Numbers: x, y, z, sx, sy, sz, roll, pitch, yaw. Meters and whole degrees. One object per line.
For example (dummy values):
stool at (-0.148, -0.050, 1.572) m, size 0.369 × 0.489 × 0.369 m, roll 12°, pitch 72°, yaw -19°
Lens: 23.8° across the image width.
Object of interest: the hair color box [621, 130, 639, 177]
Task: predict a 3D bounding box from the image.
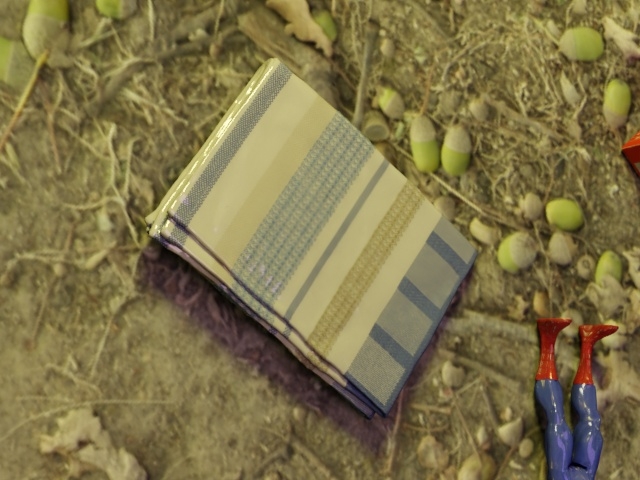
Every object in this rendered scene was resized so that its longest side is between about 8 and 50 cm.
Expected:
hair color box at (0.397, -0.108, 1.568) m, size 0.167 × 0.053 × 0.093 m, roll -40°, pitch 102°, yaw -25°

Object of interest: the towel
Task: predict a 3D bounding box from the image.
towel at (0.000, 0.000, 1.346) m, size 0.285 × 0.034 × 0.209 m, roll 42°, pitch 64°, yaw -21°

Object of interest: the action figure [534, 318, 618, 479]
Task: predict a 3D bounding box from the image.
action figure at (0.253, 0.214, 1.407) m, size 0.091 × 0.139 × 0.280 m, roll 9°, pitch 82°, yaw -27°
